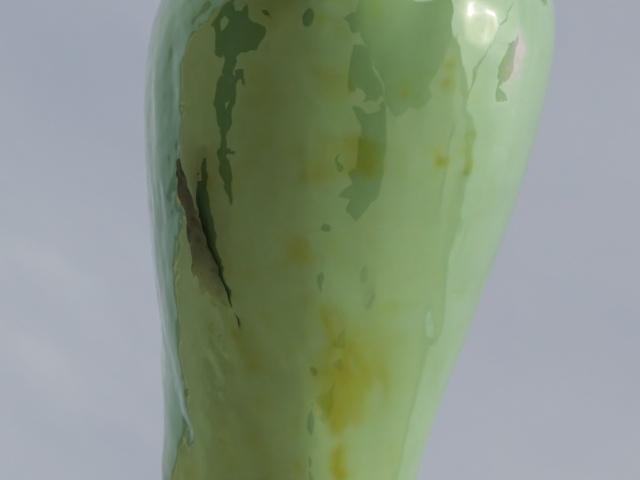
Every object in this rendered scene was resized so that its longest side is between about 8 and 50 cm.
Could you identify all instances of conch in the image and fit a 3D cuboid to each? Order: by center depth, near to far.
[{"bbox_3d":[-0.004,-0.008,0.666,0.143,0.251,0.137,18,12,20],"label":"conch"}]
